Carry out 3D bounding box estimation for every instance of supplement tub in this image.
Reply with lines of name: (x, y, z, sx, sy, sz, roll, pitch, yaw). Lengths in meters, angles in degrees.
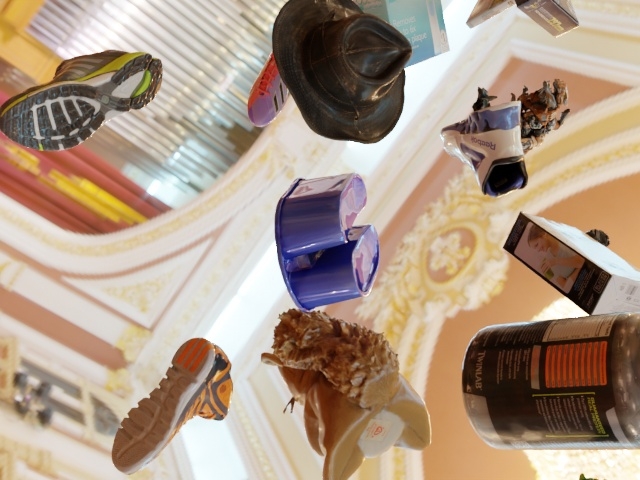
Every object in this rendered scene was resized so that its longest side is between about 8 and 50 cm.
supplement tub: (0.408, 0.220, 1.357, 0.338, 0.207, 0.207, -10, -131, 39)

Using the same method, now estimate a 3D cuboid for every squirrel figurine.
squirrel figurine: (0.028, 0.297, 1.991, 0.281, 0.397, 0.370, -23, -143, -21)

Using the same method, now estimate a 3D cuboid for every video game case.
video game case: (0.456, -0.615, 2.060, 0.206, 0.026, 0.227, -19, -144, 55)

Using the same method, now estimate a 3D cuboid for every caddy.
caddy: (0.000, 0.000, 1.780, 0.179, 0.241, 0.341, -9, -162, 16)

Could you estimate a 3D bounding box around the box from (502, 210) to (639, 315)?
box: (0.502, 0.054, 1.673, 0.290, 0.169, 0.087, 48, -60, 55)

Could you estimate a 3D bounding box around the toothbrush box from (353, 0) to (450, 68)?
toothbrush box: (0.157, -0.533, 1.929, 0.126, 0.296, 0.216, 0, -160, 42)

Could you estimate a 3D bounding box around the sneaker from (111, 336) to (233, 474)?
sneaker: (-0.288, 0.371, 1.847, 0.124, 0.180, 0.321, 31, -103, 36)

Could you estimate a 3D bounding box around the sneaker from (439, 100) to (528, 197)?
sneaker: (0.356, -0.178, 1.902, 0.315, 0.127, 0.182, 152, -73, -81)

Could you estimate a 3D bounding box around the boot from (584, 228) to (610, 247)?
boot: (0.603, -0.003, 2.041, 0.099, 0.121, 0.045, -29, -145, 55)

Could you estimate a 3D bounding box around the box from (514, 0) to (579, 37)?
box: (0.398, -0.518, 1.658, 0.059, 0.183, 0.233, -27, -114, 32)

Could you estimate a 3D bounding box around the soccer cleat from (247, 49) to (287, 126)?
soccer cleat: (-0.087, -0.353, 1.791, 0.248, 0.083, 0.095, -62, 165, -6)

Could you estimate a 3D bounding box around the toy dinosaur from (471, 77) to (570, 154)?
toy dinosaur: (0.497, -0.278, 2.192, 0.164, 0.218, 0.322, -105, -157, -51)

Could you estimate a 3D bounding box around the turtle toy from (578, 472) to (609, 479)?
turtle toy: (0.407, 0.396, 1.259, 0.066, 0.095, 0.130, -33, -112, 30)

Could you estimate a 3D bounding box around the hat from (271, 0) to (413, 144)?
hat: (0.077, -0.335, 1.597, 0.134, 0.331, 0.331, -20, -137, 46)

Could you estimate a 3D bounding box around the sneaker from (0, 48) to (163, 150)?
sneaker: (-0.396, -0.233, 1.411, 0.121, 0.111, 0.300, 21, -144, 31)
